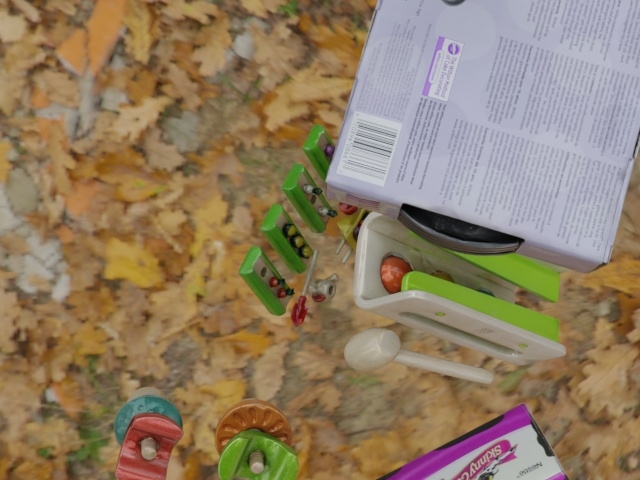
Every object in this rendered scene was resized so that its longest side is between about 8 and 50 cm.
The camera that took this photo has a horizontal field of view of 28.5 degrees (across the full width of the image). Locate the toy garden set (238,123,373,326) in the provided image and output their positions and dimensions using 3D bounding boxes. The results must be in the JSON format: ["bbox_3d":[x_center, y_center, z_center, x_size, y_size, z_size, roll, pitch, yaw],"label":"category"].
[{"bbox_3d":[0.000,0.000,1.726,0.049,0.204,0.244,10,62,32],"label":"toy garden set"}]

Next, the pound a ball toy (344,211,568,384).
[{"bbox_3d":[0.149,0.089,1.515,0.135,0.319,0.208,-17,60,48],"label":"pound a ball toy"}]

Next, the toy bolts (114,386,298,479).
[{"bbox_3d":[-0.169,0.285,1.647,0.228,0.158,0.218,24,104,-15],"label":"toy bolts"}]

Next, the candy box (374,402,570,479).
[{"bbox_3d":[0.113,0.234,0.807,0.159,0.071,0.233,-29,123,5],"label":"candy box"}]

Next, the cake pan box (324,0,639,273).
[{"bbox_3d":[0.152,-0.121,1.078,0.245,0.070,0.267,15,80,4],"label":"cake pan box"}]
